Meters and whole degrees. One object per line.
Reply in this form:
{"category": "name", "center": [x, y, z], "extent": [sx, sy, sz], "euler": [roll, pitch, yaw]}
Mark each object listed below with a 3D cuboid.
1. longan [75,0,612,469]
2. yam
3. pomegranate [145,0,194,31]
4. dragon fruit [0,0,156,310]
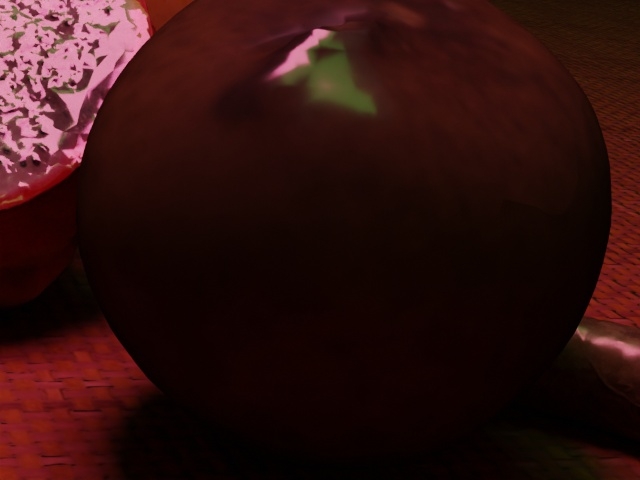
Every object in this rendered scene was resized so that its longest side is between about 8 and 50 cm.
{"category": "longan", "center": [0.011, -0.017, 0.890], "extent": [0.319, 0.318, 0.319], "euler": [7, 16, -2]}
{"category": "yam", "center": [0.094, 0.065, 1.049], "extent": [0.357, 0.081, 0.081], "euler": [15, 18, 26]}
{"category": "pomegranate", "center": [-0.223, -0.197, 1.400], "extent": [0.343, 0.342, 0.342], "euler": [7, 16, -2]}
{"category": "dragon fruit", "center": [-0.264, -0.086, 1.115], "extent": [0.306, 0.225, 0.305], "euler": [4, 60, -7]}
